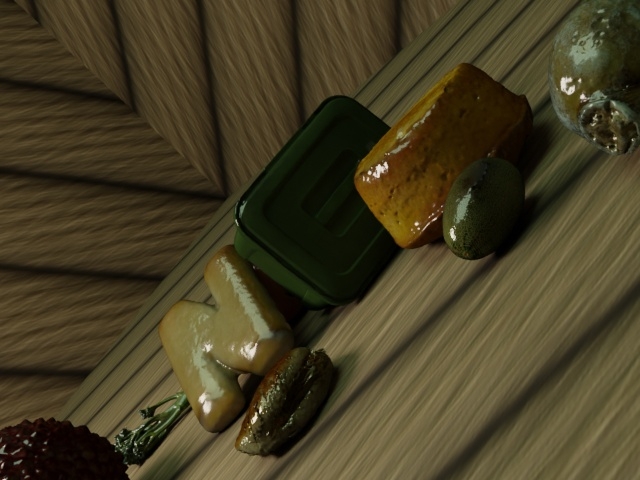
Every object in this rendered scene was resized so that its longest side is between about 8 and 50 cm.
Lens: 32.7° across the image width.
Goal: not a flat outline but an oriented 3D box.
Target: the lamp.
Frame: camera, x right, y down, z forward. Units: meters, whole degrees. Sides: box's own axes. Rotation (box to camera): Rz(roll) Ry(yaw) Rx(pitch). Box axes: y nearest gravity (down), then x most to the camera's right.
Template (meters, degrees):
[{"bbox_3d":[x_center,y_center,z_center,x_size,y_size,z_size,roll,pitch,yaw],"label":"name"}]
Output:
[{"bbox_3d":[-0.102,0.076,2.030,0.187,0.164,0.187,-42,11,10],"label":"lamp"}]

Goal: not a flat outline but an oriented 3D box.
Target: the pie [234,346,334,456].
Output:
[{"bbox_3d":[-0.059,0.229,1.558,0.163,0.079,0.193,-44,12,41],"label":"pie"}]

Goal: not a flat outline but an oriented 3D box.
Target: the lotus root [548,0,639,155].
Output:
[{"bbox_3d":[0.376,-0.238,1.311,0.175,0.175,0.349,-35,13,48],"label":"lotus root"}]

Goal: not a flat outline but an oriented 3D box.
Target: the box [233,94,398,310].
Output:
[{"bbox_3d":[0.019,-0.052,1.863,0.329,0.252,0.178,-51,-2,-23],"label":"box"}]

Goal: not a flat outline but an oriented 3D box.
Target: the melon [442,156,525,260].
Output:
[{"bbox_3d":[0.211,-0.042,1.424,0.099,0.099,0.162,-33,20,51],"label":"melon"}]

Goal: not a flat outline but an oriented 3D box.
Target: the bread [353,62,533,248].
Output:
[{"bbox_3d":[0.184,-0.130,1.643,0.312,0.172,0.312,-47,9,9],"label":"bread"}]

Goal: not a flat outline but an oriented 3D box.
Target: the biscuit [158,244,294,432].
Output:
[{"bbox_3d":[-0.172,0.163,1.889,0.237,0.062,0.291,-49,43,15],"label":"biscuit"}]

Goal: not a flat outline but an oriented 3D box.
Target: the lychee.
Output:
[{"bbox_3d":[-0.481,0.450,1.852,0.330,0.306,0.306,-24,-3,-31],"label":"lychee"}]

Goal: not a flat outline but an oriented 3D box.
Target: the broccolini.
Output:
[{"bbox_3d":[-0.266,0.282,2.153,0.392,0.074,0.079,-50,18,-9],"label":"broccolini"}]
